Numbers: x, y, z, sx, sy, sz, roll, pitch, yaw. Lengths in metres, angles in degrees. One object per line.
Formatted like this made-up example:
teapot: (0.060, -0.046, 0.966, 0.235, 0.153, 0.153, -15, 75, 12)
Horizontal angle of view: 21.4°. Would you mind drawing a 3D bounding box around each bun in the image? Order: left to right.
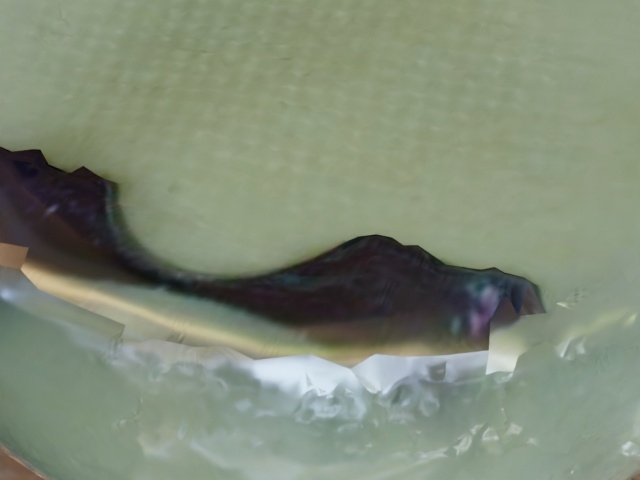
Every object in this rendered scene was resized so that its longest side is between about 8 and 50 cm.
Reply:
bun: (0.000, 0.000, 0.585, 0.293, 0.293, 0.187, 17, 139, 13)
